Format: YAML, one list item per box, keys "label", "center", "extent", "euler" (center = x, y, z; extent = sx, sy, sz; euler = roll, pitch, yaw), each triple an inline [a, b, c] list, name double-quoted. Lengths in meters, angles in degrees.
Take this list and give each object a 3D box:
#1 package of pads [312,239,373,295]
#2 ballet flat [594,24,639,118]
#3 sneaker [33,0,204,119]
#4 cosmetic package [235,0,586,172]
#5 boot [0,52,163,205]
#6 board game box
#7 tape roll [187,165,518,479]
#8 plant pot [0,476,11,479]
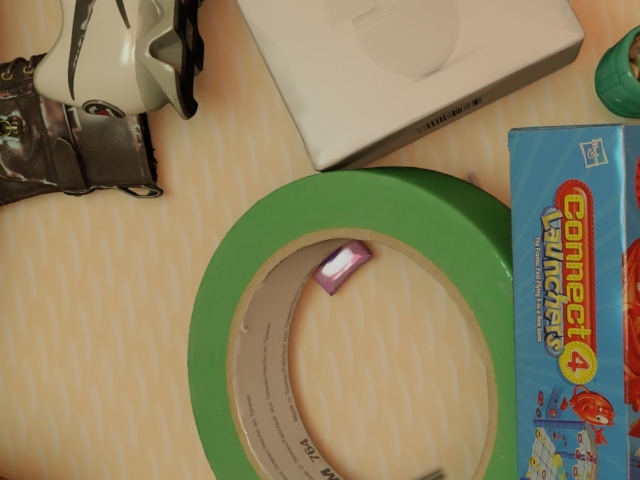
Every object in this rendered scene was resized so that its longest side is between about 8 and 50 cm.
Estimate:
- label: "package of pads"
  center: [0.000, 0.000, 1.089]
  extent: [0.050, 0.032, 0.083]
  euler: [-43, 84, 5]
- label: "ballet flat"
  center: [0.331, -0.160, 1.005]
  extent: [0.247, 0.087, 0.083]
  euler: [-23, 86, 0]
- label: "sneaker"
  center: [-0.163, -0.256, 1.040]
  extent: [0.146, 0.122, 0.331]
  euler: [1, 70, 9]
- label: "cosmetic package"
  center: [0.055, -0.198, 1.030]
  extent: [0.224, 0.138, 0.225]
  euler: [-26, 87, 7]
- label: "boot"
  center: [-0.260, -0.137, 1.105]
  extent: [0.228, 0.091, 0.263]
  euler: [-16, 98, 7]
- label: "board game box"
  center: [0.258, 0.069, 0.911]
  extent: [0.086, 0.308, 0.302]
  euler: [2, 96, 45]
- label: "tape roll"
  center: [0.044, 0.105, 0.991]
  extent: [0.321, 0.077, 0.321]
  euler: [5, 98, 35]
- label: "plant pot"
  center: [-0.315, 0.301, 1.044]
  extent: [0.290, 0.203, 0.291]
  euler: [0, 89, 8]
